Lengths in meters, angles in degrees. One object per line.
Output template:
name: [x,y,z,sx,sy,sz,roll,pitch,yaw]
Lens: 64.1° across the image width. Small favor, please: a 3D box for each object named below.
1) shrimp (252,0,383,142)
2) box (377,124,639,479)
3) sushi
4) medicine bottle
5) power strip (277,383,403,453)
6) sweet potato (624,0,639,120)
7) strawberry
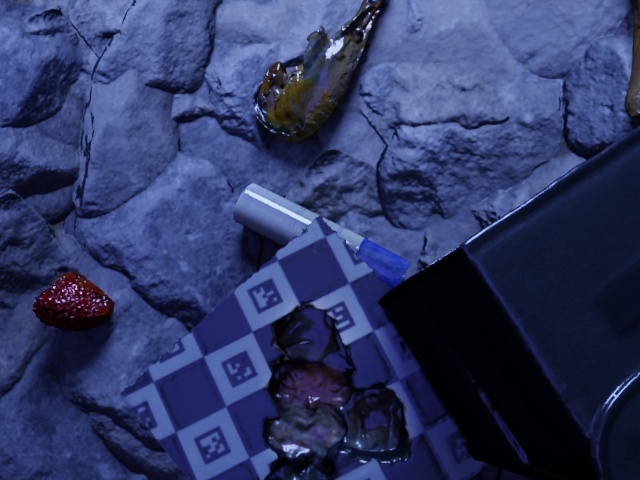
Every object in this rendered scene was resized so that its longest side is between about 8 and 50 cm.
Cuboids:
shrimp: [-0.001,-0.256,0.679,0.117,0.066,0.261,27,89,9]
box: [0.264,0.038,0.488,0.345,0.251,0.204,-31,81,-14]
sushi: [-0.003,0.200,0.610,0.320,0.069,0.339,-43,83,-6]
medicine bottle: [0.000,0.000,0.663,0.231,0.059,0.059,27,90,9]
power strip: [0.023,0.206,0.654,0.216,0.044,0.137,-22,84,6]
sweet potato: [0.410,-0.314,0.610,0.114,0.092,0.340,-7,84,24]
strawberry: [-0.334,0.087,0.700,0.097,0.083,0.083,10,88,2]
